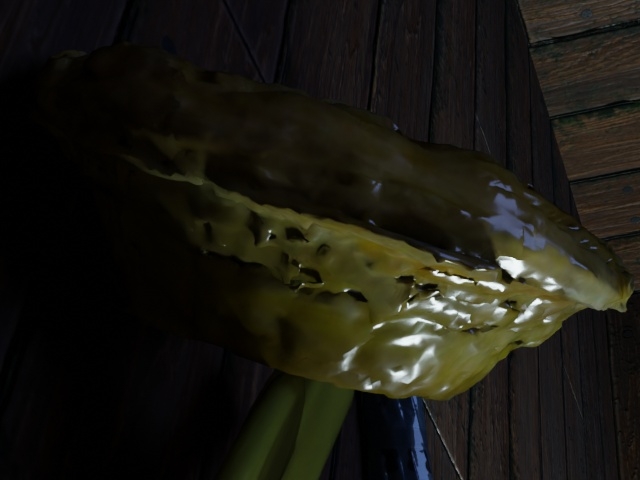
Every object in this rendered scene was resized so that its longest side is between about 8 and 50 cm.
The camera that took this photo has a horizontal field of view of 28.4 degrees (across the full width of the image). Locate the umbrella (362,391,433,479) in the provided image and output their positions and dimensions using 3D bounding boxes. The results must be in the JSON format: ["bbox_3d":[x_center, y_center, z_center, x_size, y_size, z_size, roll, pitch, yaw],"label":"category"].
[{"bbox_3d":[0.066,0.195,1.077,0.053,0.052,0.250,5,70,-25],"label":"umbrella"}]

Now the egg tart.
[{"bbox_3d":[-0.001,0.000,0.653,0.341,0.341,0.129,18,90,-70],"label":"egg tart"}]

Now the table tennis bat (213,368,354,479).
[{"bbox_3d":[-0.040,0.146,0.659,0.368,0.054,0.224,-57,166,-66],"label":"table tennis bat"}]
